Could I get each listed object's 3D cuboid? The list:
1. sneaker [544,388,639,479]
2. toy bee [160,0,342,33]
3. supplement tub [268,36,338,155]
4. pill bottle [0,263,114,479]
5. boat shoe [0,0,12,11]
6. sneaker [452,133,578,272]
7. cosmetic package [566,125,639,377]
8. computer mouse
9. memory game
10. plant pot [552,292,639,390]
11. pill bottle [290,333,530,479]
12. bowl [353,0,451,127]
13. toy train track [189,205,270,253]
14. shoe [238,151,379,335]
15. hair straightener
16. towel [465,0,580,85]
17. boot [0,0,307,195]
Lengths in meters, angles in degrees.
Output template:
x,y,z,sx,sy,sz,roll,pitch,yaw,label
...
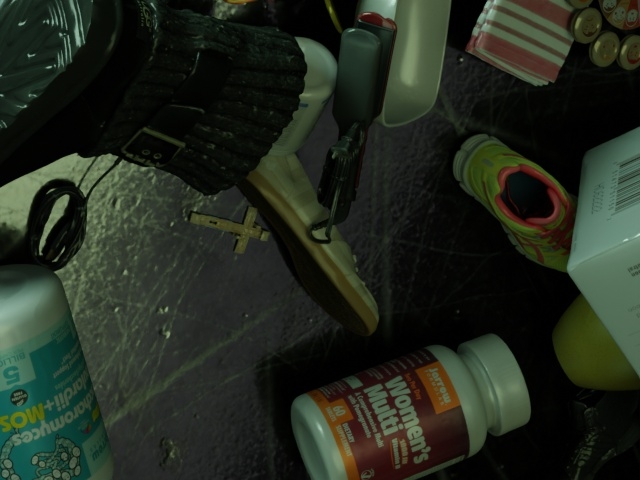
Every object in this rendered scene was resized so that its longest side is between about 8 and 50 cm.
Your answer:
x,y,z,sx,sy,sz,roll,pitch,yaw,label
0.284,0.202,1.988,0.170,0.051,0.089,-39,115,-11,sneaker
-0.038,-0.255,1.674,0.298,0.162,0.195,-48,117,-2,toy bee
-0.030,-0.134,1.732,0.071,0.107,0.071,10,58,-16,supplement tub
-0.276,0.165,1.714,0.146,0.146,0.264,-19,112,-14,pill bottle
-0.232,-0.310,1.631,0.302,0.109,0.094,-62,152,2,boat shoe
0.225,-0.024,1.875,0.208,0.094,0.081,34,90,-27,sneaker
0.436,0.106,1.882,0.161,0.230,0.453,-26,112,26,cosmetic package
-0.194,-0.072,1.741,0.071,0.041,0.242,39,96,-18,computer mouse
0.318,-0.259,1.860,0.186,0.012,0.186,-15,117,-31,memory game
0.298,0.103,1.931,0.095,0.134,0.134,-26,117,24,plant pot
0.091,0.177,1.868,0.221,0.121,0.121,-20,111,-14,pill bottle
0.071,-0.184,1.765,0.142,0.053,0.142,-24,124,-61,bowl
-0.087,-0.012,1.805,0.083,0.014,0.048,14,100,-23,toy train track
0.000,0.000,1.806,0.058,0.076,0.219,-43,112,-20,shoe
0.016,-0.090,1.691,0.047,0.089,0.230,23,121,11,hair straightener
0.218,-0.256,1.811,0.144,0.029,0.197,16,98,-52,towel
-0.205,-0.099,1.641,0.348,0.131,0.260,-29,152,34,boot
